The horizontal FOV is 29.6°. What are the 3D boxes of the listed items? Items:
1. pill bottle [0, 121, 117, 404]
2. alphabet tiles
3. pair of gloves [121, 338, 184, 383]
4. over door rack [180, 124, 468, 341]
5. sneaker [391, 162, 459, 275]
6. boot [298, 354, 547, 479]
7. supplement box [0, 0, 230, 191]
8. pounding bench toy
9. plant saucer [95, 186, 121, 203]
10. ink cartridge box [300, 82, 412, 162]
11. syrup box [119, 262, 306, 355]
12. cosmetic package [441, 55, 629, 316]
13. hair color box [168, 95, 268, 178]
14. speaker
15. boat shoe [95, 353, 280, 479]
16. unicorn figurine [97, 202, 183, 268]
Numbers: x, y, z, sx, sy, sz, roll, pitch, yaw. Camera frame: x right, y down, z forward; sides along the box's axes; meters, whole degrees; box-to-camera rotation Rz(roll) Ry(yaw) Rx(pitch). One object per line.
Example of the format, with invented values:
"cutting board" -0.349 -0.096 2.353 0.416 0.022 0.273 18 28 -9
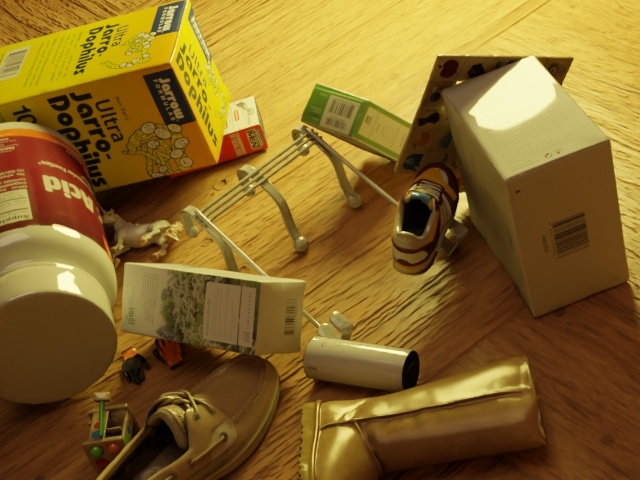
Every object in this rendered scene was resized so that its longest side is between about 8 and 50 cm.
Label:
"pill bottle" -0.403 0.024 1.668 0.224 0.224 0.392 -21 41 -4
"alphabet tiles" 0.209 -0.151 1.612 0.198 0.237 0.009 -3 47 -22
"pair of gloves" -0.225 0.156 1.613 0.083 0.010 0.074 -24 38 -7
"over door rack" 0.000 0.000 1.653 0.239 0.108 0.324 -39 57 -24
"sneaker" 0.137 -0.045 1.553 0.070 0.084 0.185 9 51 12
"boot" 0.113 0.232 1.323 0.270 0.089 0.236 -11 39 7
"supplement box" -0.345 -0.208 1.879 0.357 0.194 0.195 -12 39 14
"pounding bench toy" -0.260 0.233 1.473 0.052 0.083 0.065 -11 38 9
"plant saucer" -0.421 -0.120 2.005 0.278 0.041 0.278 -11 38 9
"ink cartridge box" 0.083 -0.159 1.776 0.109 0.209 0.062 24 93 42
"syrup box" -0.142 0.085 1.553 0.237 0.093 0.096 6 2 37
"cosmetic package" 0.268 -0.071 1.517 0.138 0.224 0.224 -22 38 -4
"hair color box" -0.174 -0.167 1.952 0.167 0.053 0.093 -18 37 4
"speaker" 0.050 0.151 1.472 0.136 0.055 0.055 5 44 27
"boat shoe" -0.156 0.229 1.423 0.109 0.098 0.302 17 49 36
"unicorn figurine" -0.279 -0.008 1.806 0.162 0.060 0.111 5 32 6
